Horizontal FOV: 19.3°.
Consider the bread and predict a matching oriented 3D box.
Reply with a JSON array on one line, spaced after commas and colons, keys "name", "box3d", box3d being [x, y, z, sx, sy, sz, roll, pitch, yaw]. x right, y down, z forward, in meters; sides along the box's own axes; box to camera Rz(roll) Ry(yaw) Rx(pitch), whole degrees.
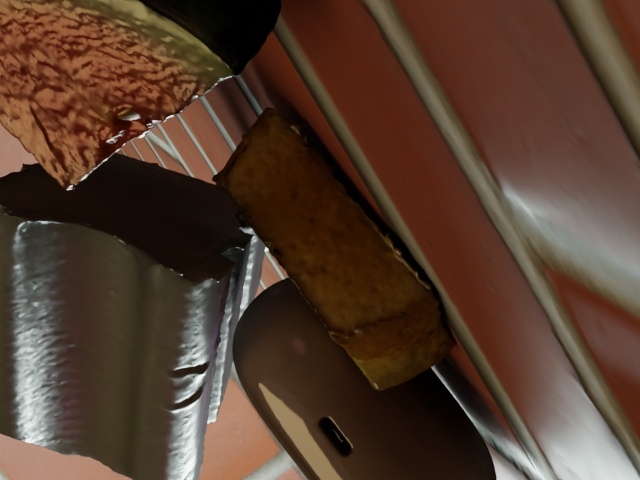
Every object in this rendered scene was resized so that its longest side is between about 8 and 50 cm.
[{"name": "bread", "box3d": [0.000, 0.000, 1.082, 0.187, 0.065, 0.103, 54, 178, 18]}]

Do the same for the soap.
[{"name": "soap", "box3d": [-0.111, -0.012, 1.199, 0.159, 0.257, 0.302, 18, 145, 2]}]

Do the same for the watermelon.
[{"name": "watermelon", "box3d": [-0.093, -0.108, 0.876, 0.145, 0.193, 0.137, -32, 65, 46]}]

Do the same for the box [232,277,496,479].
[{"name": "box", "box3d": [0.028, 0.108, 1.169, 0.200, 0.088, 0.146, 53, -163, 6]}]
